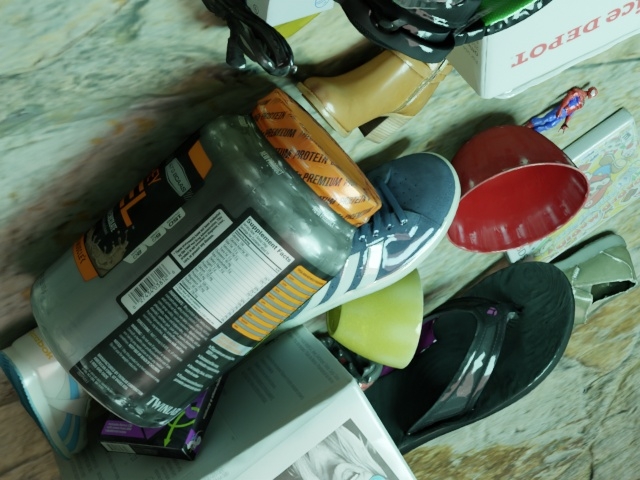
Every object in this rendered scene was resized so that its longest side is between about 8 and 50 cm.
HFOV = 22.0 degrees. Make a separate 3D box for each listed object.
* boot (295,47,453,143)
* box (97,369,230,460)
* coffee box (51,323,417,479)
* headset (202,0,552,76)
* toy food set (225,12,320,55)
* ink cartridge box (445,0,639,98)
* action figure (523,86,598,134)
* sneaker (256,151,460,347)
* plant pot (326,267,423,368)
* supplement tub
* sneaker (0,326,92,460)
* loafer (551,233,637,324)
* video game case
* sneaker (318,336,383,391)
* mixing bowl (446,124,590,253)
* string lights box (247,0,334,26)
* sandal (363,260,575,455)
[{"bbox_3d":[0.067,-0.182,1.735,0.152,0.073,0.197,-45,160,17],"label":"boot"},{"bbox_3d":[-0.162,0.160,1.796,0.029,0.116,0.162,56,45,-43],"label":"box"},{"bbox_3d":[-0.066,0.327,1.910,0.338,0.337,0.334,-33,110,-5],"label":"coffee box"},{"bbox_3d":[0.087,-0.232,1.315,0.394,0.185,0.243,-15,143,-24],"label":"headset"},{"bbox_3d":[-0.014,-0.262,1.558,0.218,0.071,0.128,-37,173,6],"label":"toy food set"},{"bbox_3d":[0.236,-0.361,1.557,0.285,0.166,0.395,-26,145,-17],"label":"ink cartridge box"},{"bbox_3d":[0.295,-0.155,2.036,0.115,0.030,0.038,-37,144,-2],"label":"action figure"},{"bbox_3d":[0.000,0.000,1.851,0.350,0.131,0.148,-34,153,-3],"label":"sneaker"},{"bbox_3d":[0.061,0.089,2.058,0.095,0.134,0.134,6,134,-15],"label":"plant pot"},{"bbox_3d":[-0.115,0.015,1.686,0.338,0.207,0.207,-42,149,8],"label":"supplement tub"},{"bbox_3d":[-0.287,0.171,1.847,0.092,0.087,0.228,-35,154,-16],"label":"sneaker"},{"bbox_3d":[0.345,0.079,2.331,0.251,0.087,0.094,-29,157,-12],"label":"loafer"},{"bbox_3d":[0.336,-0.057,2.208,0.227,0.026,0.206,-36,149,-1],"label":"video game case"},{"bbox_3d":[-0.039,0.219,2.144,0.276,0.097,0.135,-30,148,-6],"label":"sneaker"},{"bbox_3d":[0.222,-0.074,1.983,0.181,0.098,0.181,-13,147,-8],"label":"mixing bowl"},{"bbox_3d":[-0.034,-0.322,1.379,0.077,0.133,0.259,-20,146,-26],"label":"string lights box"},{"bbox_3d":[0.149,0.180,2.195,0.446,0.167,0.107,-35,153,4],"label":"sandal"}]
